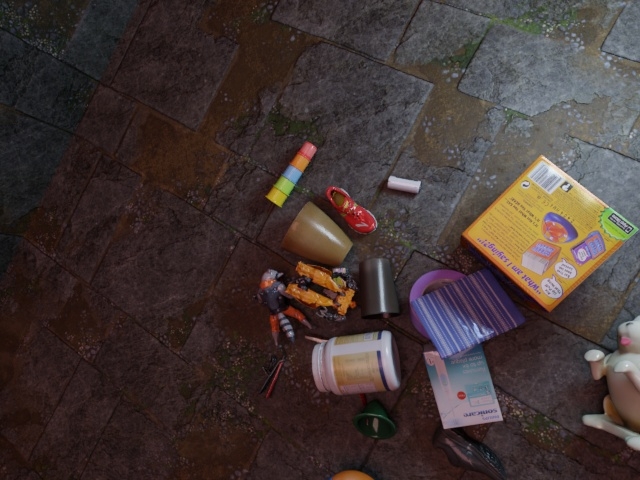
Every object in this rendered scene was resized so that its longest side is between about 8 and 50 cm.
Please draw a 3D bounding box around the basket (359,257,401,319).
[{"bbox_3d":[0.232,0.197,1.703,0.154,0.204,0.226,-16,70,27],"label":"basket"}]

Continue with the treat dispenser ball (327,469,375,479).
[{"bbox_3d":[0.120,1.035,1.585,0.288,0.288,0.288,-2,84,18],"label":"treat dispenser ball"}]

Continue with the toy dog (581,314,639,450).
[{"bbox_3d":[1.084,0.441,1.351,0.395,0.284,0.407,4,86,5],"label":"toy dog"}]

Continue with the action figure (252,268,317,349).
[{"bbox_3d":[-0.142,0.262,1.817,0.341,0.178,0.330,-29,85,14],"label":"action figure"}]

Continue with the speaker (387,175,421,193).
[{"bbox_3d":[0.354,-0.235,1.769,0.136,0.055,0.055,14,89,19],"label":"speaker"}]

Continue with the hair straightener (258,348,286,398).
[{"bbox_3d":[-0.226,0.585,1.871,0.089,0.047,0.230,23,91,18],"label":"hair straightener"}]

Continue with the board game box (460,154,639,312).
[{"bbox_3d":[0.748,-0.008,1.459,0.356,0.356,0.356,-46,73,8],"label":"board game box"}]

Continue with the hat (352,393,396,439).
[{"bbox_3d":[0.229,0.682,1.729,0.173,0.183,0.208,-11,123,23],"label":"hat"}]

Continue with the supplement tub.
[{"bbox_3d":[0.145,0.491,1.668,0.316,0.228,0.228,-11,81,17],"label":"supplement tub"}]

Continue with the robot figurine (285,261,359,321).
[{"bbox_3d":[0.016,0.209,1.737,0.291,0.085,0.211,25,89,4],"label":"robot figurine"}]

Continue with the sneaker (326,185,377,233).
[{"bbox_3d":[0.121,-0.130,1.798,0.279,0.118,0.107,42,98,17],"label":"sneaker"}]

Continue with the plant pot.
[{"bbox_3d":[0.000,0.000,1.786,0.254,0.237,0.237,32,95,4],"label":"plant pot"}]

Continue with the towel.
[{"bbox_3d":[0.526,0.257,1.508,0.336,0.040,0.243,-22,55,-4],"label":"towel"}]

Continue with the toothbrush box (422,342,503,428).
[{"bbox_3d":[0.530,0.528,1.577,0.216,0.126,0.295,-15,89,15],"label":"toothbrush box"}]

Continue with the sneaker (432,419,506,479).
[{"bbox_3d":[0.556,0.812,1.578,0.286,0.109,0.130,34,102,27],"label":"sneaker"}]

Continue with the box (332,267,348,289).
[{"bbox_3d":[0.089,0.204,1.808,0.059,0.054,0.169,-4,84,17],"label":"box"}]

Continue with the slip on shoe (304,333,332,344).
[{"bbox_3d":[-0.005,0.438,1.819,0.135,0.051,0.041,8,99,12],"label":"slip on shoe"}]

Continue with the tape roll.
[{"bbox_3d":[0.478,0.249,1.594,0.275,0.090,0.274,-4,54,6],"label":"tape roll"}]

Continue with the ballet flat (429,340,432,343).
[{"bbox_3d":[0.496,0.377,1.661,0.173,0.049,0.057,-43,73,9],"label":"ballet flat"}]

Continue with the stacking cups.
[{"bbox_3d":[-0.127,-0.305,1.923,0.096,0.096,0.316,35,90,18],"label":"stacking cups"}]
